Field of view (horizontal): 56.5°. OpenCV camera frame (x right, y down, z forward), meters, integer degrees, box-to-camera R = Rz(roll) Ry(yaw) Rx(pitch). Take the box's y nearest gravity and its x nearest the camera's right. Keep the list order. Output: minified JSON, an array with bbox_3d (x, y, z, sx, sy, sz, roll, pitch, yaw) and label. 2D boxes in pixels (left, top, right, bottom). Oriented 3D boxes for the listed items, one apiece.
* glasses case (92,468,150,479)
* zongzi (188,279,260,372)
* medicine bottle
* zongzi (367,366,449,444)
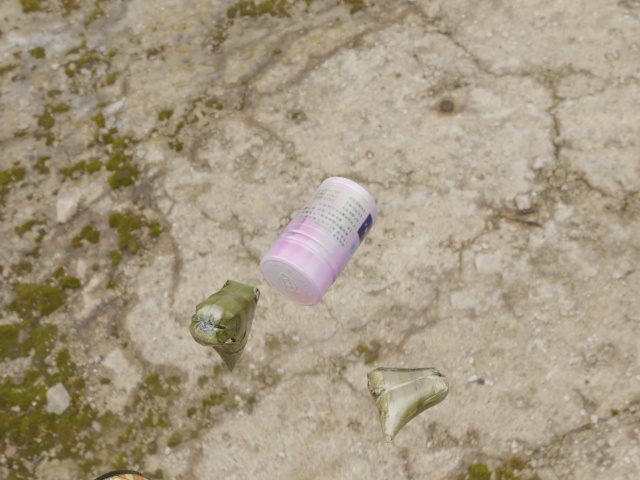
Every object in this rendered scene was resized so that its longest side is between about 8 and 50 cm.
[{"bbox_3d":[-0.323,0.398,0.684,0.321,0.122,0.082,-36,23,-19],"label":"glasses case"},{"bbox_3d":[-0.260,0.264,1.548,0.125,0.274,0.251,16,15,13],"label":"zongzi"},{"bbox_3d":[0.000,0.000,1.262,0.152,0.152,0.254,25,57,18],"label":"medicine bottle"},{"bbox_3d":[0.211,0.376,1.356,0.195,0.099,0.197,-2,35,-7],"label":"zongzi"}]
